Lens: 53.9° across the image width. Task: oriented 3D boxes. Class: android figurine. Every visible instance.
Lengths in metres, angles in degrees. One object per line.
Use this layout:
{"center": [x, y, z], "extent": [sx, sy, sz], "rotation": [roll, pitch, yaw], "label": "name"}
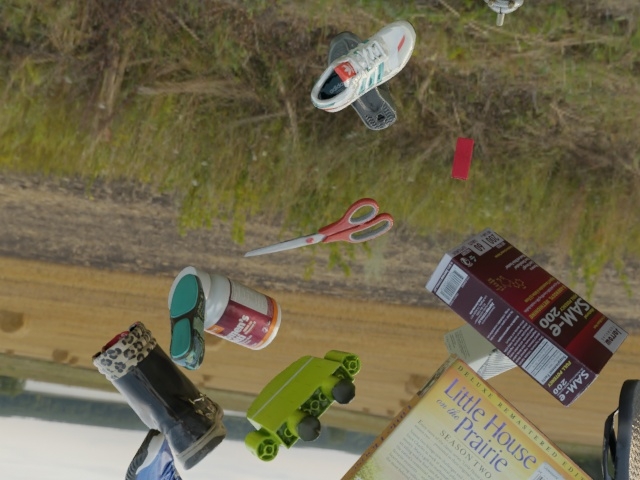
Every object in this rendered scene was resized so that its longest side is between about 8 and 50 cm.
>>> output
{"center": [-0.040, 0.287, 1.135], "extent": [0.056, 0.248, 0.273], "rotation": [51, 157, -10], "label": "android figurine"}

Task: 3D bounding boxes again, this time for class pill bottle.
{"center": [-0.199, 0.141, 1.322], "extent": [0.221, 0.121, 0.121], "rotation": [29, 153, -36], "label": "pill bottle"}

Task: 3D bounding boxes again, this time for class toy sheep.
{"center": [0.299, -0.413, 1.010], "extent": [0.091, 0.091, 0.132], "rotation": [7, 124, -3], "label": "toy sheep"}

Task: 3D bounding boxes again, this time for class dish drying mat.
{"center": [0.273, -0.158, 1.212], "extent": [0.032, 0.083, 0.008], "rotation": [10, 167, 7], "label": "dish drying mat"}

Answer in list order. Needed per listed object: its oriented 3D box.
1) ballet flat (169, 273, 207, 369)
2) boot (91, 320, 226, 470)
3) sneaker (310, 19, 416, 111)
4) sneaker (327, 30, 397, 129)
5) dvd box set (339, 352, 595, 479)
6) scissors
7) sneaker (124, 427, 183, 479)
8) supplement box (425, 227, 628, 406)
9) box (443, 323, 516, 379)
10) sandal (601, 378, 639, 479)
{"center": [-0.225, 0.144, 1.090], "extent": [0.070, 0.188, 0.070], "rotation": [-2, 135, -2], "label": "ballet flat"}
{"center": [-0.338, 0.310, 1.318], "extent": [0.284, 0.138, 0.377], "rotation": [52, 167, -7], "label": "boot"}
{"center": [0.053, -0.221, 0.809], "extent": [0.161, 0.057, 0.075], "rotation": [-34, -179, 20], "label": "sneaker"}
{"center": [0.066, -0.313, 1.149], "extent": [0.087, 0.130, 0.227], "rotation": [-26, 146, 16], "label": "sneaker"}
{"center": [0.178, 0.429, 0.953], "extent": [0.307, 0.420, 0.062], "rotation": [42, 177, 2], "label": "dvd box set"}
{"center": [0.000, 0.000, 1.258], "extent": [0.297, 0.021, 0.109], "rotation": [-25, 139, 11], "label": "scissors"}
{"center": [-0.218, 0.336, 0.872], "extent": [0.081, 0.080, 0.211], "rotation": [17, 132, 8], "label": "sneaker"}
{"center": [0.278, 0.095, 0.857], "extent": [0.130, 0.239, 0.073], "rotation": [-25, 148, -45], "label": "supplement box"}
{"center": [0.416, 0.203, 1.353], "extent": [0.275, 0.094, 0.113], "rotation": [-31, 136, 23], "label": "box"}
{"center": [0.443, 0.331, 0.933], "extent": [0.054, 0.255, 0.097], "rotation": [7, -176, 43], "label": "sandal"}
